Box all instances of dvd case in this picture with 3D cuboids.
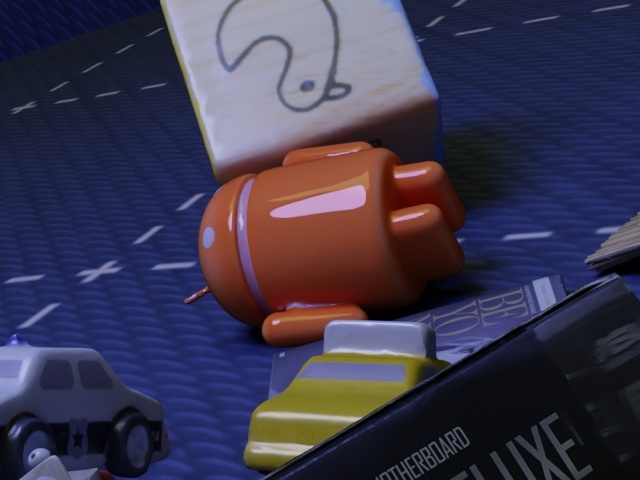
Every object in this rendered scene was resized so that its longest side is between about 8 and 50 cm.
[{"bbox_3d":[0.070,0.085,1.120,0.221,0.018,0.164,-15,18,6],"label":"dvd case"}]

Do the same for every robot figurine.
[{"bbox_3d":[0.000,0.001,1.259,0.219,0.158,0.128,-10,-2,20],"label":"robot figurine"}]

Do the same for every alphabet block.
[{"bbox_3d":[-0.011,-0.127,1.442,0.197,0.192,0.193,-19,-25,-2],"label":"alphabet block"}]

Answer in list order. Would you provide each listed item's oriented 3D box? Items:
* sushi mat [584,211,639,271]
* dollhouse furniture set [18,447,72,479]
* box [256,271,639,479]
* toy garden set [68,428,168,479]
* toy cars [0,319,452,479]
[{"bbox_3d":[0.332,-0.051,1.126,0.151,0.019,0.316,-35,7,-39],"label":"sushi mat"},{"bbox_3d":[-0.138,0.146,0.691,0.114,0.081,0.091,-38,-13,18],"label":"dollhouse furniture set"},{"bbox_3d":[-0.009,0.150,0.663,0.242,0.076,0.307,-28,-14,-27],"label":"box"},{"bbox_3d":[-0.212,0.177,1.074,0.244,0.049,0.204,-26,18,-25],"label":"toy garden set"},{"bbox_3d":[-0.062,0.084,0.877,0.393,0.087,0.176,3,-4,-24],"label":"toy cars"}]
